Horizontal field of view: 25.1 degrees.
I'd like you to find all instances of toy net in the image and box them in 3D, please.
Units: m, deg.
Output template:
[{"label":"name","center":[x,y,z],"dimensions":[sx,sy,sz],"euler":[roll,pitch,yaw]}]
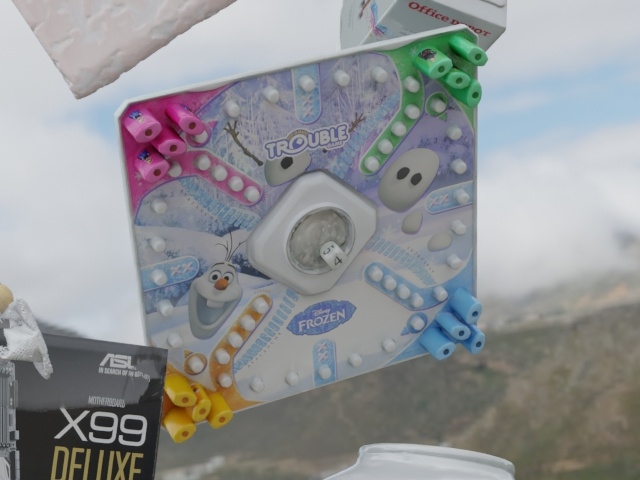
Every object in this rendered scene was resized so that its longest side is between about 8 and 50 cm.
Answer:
[{"label":"toy net","center":[-0.291,0.036,1.199],"dimensions":[0.045,0.232,0.122],"euler":[-20,-30,-26]}]

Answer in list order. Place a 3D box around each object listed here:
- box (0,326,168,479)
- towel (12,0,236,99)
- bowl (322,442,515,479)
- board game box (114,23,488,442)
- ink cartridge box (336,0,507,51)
[{"label":"box","center":[-0.304,0.201,1.337],"dimensions":[0.307,0.243,0.076],"euler":[11,-8,-32]},{"label":"towel","center":[-0.259,-0.391,1.855],"dimensions":[0.331,0.317,0.053],"euler":[-35,-10,-6]},{"label":"bowl","center":[0.098,0.258,1.275],"dimensions":[0.297,0.134,0.298],"euler":[7,-16,2]},{"label":"board game box","center":[0.000,0.000,1.491],"dimensions":[0.389,0.390,0.050],"euler":[-15,32,-19]},{"label":"ink cartridge box","center":[0.112,-0.255,1.596],"dimensions":[0.128,0.127,0.176],"euler":[18,-33,-20]}]
